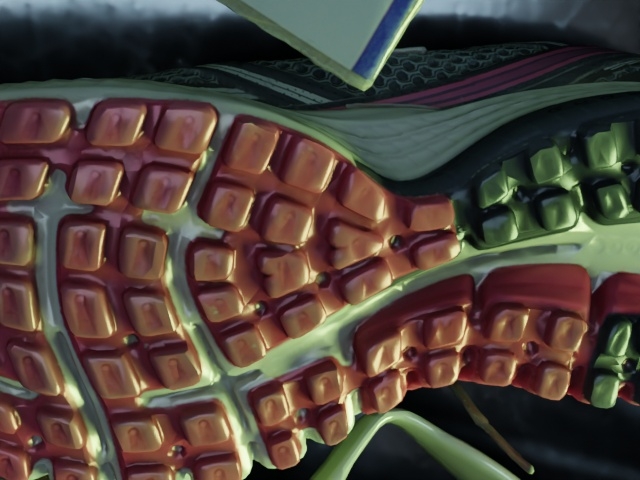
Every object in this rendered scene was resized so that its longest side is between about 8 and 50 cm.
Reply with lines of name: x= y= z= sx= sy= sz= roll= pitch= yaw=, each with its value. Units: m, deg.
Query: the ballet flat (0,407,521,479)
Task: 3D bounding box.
ballet flat: x=-0.011 y=0.108 z=0.587 sx=0.342 sy=0.116 sz=0.124 roll=18 pitch=78 yaw=-14

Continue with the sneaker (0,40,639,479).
sneaker: x=0.000 y=0.000 z=0.546 sx=0.299 sy=0.112 sz=0.121 roll=-1 pitch=112 yaw=-15

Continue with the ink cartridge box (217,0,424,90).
ink cartridge box: x=-0.043 y=-0.243 z=0.444 sx=0.307 sy=0.072 sz=0.303 roll=30 pitch=112 yaw=-4
